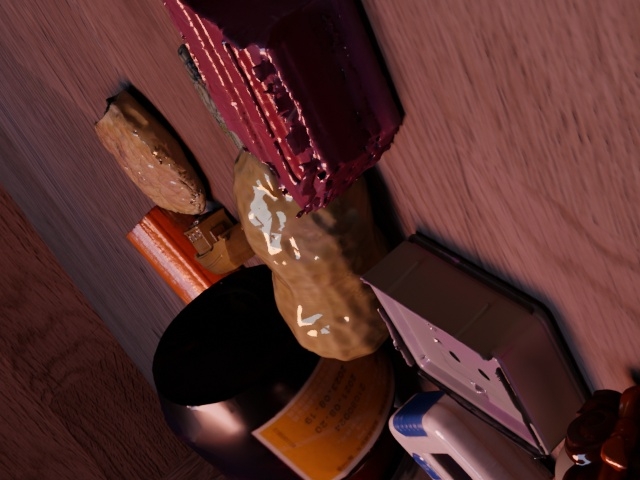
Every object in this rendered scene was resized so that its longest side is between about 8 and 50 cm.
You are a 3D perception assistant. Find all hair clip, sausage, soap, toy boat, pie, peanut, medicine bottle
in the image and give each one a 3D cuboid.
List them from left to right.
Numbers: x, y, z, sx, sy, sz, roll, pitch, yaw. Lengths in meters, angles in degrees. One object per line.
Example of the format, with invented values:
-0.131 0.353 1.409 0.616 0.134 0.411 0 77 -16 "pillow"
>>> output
-0.213 -0.102 1.969 0.185 0.052 0.218 51 164 -6 "pie"
-0.128 -0.001 1.982 0.077 0.057 0.200 56 166 -5 "toy boat"
-0.132 0.078 2.136 0.312 0.093 0.093 49 167 -2 "sausage"
-0.069 -0.109 1.533 0.229 0.036 0.066 45 160 14 "hair clip"
-0.028 -0.122 1.235 0.162 0.099 0.250 38 162 37 "soap"
-0.002 0.222 1.827 0.242 0.242 0.395 30 164 52 "medicine bottle"
0.000 0.000 1.451 0.130 0.130 0.290 38 160 37 "peanut"

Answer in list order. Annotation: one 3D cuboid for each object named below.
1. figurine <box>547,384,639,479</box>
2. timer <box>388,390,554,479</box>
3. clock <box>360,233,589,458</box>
0.232 0.210 1.243 0.160 0.183 0.226 31 147 27 "figurine"
0.194 0.259 1.653 0.253 0.078 0.178 48 164 -5 "timer"
0.135 0.090 1.373 0.192 0.071 0.147 32 159 50 "clock"
